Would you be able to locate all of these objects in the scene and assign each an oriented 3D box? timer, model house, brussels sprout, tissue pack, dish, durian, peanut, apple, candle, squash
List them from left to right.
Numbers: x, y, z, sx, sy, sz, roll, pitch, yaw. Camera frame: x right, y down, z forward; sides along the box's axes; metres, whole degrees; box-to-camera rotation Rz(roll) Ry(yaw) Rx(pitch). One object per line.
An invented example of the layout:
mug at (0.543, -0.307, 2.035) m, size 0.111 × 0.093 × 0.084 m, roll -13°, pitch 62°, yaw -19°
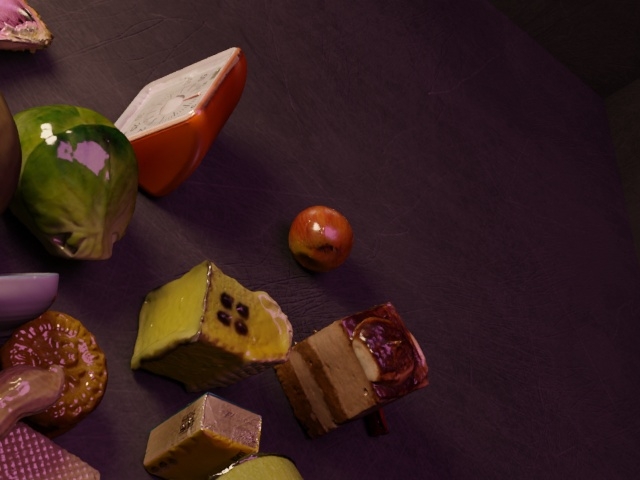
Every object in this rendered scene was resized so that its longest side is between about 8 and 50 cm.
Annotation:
dish at (-0.504, 0.113, 1.305) m, size 0.273 × 0.273 × 0.134 m, roll 1°, pitch 87°, yaw -48°
durian at (-0.621, -0.385, 1.618) m, size 0.191 × 0.112 × 0.341 m, roll 51°, pitch 29°, yaw 6°
peanut at (-0.431, 0.223, 1.287) m, size 0.187 × 0.082 × 0.082 m, roll -33°, pitch 91°, yaw -41°
brussels sprout at (-0.415, -0.094, 1.572) m, size 0.219 × 0.210 × 0.272 m, roll -10°, pitch 88°, yaw -45°
timer at (-0.258, -0.238, 1.793) m, size 0.161 × 0.250 × 0.257 m, roll 44°, pitch 40°, yaw -18°
tissue pack at (-0.194, 0.332, 1.543) m, size 0.120 × 0.169 × 0.082 m, roll 31°, pitch 40°, yaw -31°
model house at (-0.180, 0.178, 1.647) m, size 0.234 × 0.193 × 0.175 m, roll 37°, pitch 42°, yaw -30°
squash at (-0.105, 0.457, 1.510) m, size 0.220 × 0.220 × 0.133 m, roll 7°, pitch 34°, yaw -45°
apple at (0.000, 0.000, 2.012) m, size 0.146 × 0.146 × 0.147 m, roll 27°, pitch 47°, yaw -34°
candle at (0.101, 0.333, 1.978) m, size 0.053 × 0.048 × 0.162 m, roll 58°, pitch 15°, yaw -69°

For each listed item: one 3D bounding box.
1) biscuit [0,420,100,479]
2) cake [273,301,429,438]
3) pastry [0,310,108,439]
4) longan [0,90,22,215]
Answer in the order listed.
biscuit at (-0.506, 0.283, 1.302) m, size 0.426 × 0.078 × 0.144 m, roll 40°, pitch 42°, yaw -21°
cake at (0.077, 0.233, 1.813) m, size 0.198 × 0.293 × 0.196 m, roll -13°, pitch 73°, yaw -47°
pastry at (-0.419, 0.206, 1.431) m, size 0.188 × 0.103 × 0.189 m, roll 27°, pitch 48°, yaw -35°
longan at (-0.575, -0.128, 1.352) m, size 0.297 × 0.297 × 0.297 m, roll 27°, pitch 47°, yaw -34°
